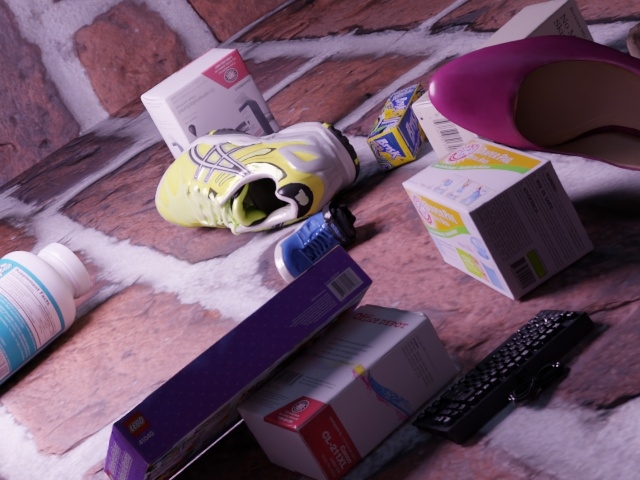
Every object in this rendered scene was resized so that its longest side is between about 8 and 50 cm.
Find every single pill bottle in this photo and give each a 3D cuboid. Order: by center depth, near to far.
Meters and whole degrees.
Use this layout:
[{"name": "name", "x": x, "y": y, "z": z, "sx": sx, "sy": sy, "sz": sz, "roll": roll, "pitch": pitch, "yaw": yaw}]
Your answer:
[{"name": "pill bottle", "x": -0.464, "y": 0.114, "z": 2.070, "sx": 0.264, "sy": 0.146, "sz": 0.146, "roll": -42, "pitch": 22, "yaw": -33}]

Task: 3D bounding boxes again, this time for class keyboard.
[{"name": "keyboard", "x": 0.172, "y": 0.121, "z": 1.288, "sx": 0.180, "sy": 0.023, "sz": 0.108, "roll": -38, "pitch": 20, "yaw": -20}]

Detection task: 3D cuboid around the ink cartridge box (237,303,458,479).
[{"name": "ink cartridge box", "x": 0.027, "y": 0.145, "z": 1.362, "sx": 0.175, "sy": 0.072, "sz": 0.127, "roll": -38, "pitch": 19, "yaw": -22}]

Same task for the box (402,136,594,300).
[{"name": "box", "x": 0.186, "y": -0.029, "z": 1.512, "sx": 0.103, "sy": 0.114, "sz": 0.203, "roll": -33, "pitch": 17, "yaw": -8}]

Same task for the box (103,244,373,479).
[{"name": "box", "x": -0.088, "y": 0.141, "z": 1.433, "sx": 0.293, "sy": 0.057, "sz": 0.201, "roll": -38, "pitch": -11, "yaw": -23}]

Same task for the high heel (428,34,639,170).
[{"name": "high heel", "x": 0.287, "y": -0.127, "z": 1.404, "sx": 0.377, "sy": 0.127, "sz": 0.181, "roll": 3, "pitch": 19, "yaw": 12}]

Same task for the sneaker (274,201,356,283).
[{"name": "sneaker", "x": -0.001, "y": -0.001, "z": 1.806, "sx": 0.084, "sy": 0.058, "sz": 0.152, "roll": -30, "pitch": 10, "yaw": 28}]

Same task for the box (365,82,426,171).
[{"name": "box", "x": 0.120, "y": -0.167, "z": 2.054, "sx": 0.054, "sy": 0.059, "sz": 0.169, "roll": -22, "pitch": 20, "yaw": 27}]

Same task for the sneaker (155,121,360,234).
[{"name": "sneaker", "x": -0.125, "y": -0.080, "z": 2.072, "sx": 0.384, "sy": 0.145, "sz": 0.147, "roll": -14, "pitch": 24, "yaw": 44}]

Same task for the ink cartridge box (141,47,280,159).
[{"name": "ink cartridge box", "x": -0.160, "y": -0.176, "z": 2.253, "sx": 0.158, "sy": 0.218, "sz": 0.092, "roll": -38, "pitch": 25, "yaw": -22}]

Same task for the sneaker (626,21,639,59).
[{"name": "sneaker", "x": 0.431, "y": -0.246, "z": 1.781, "sx": 0.071, "sy": 0.066, "sz": 0.188, "roll": -22, "pitch": 20, "yaw": 19}]

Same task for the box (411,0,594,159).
[{"name": "box", "x": 0.254, "y": -0.211, "z": 1.889, "sx": 0.275, "sy": 0.113, "sz": 0.094, "roll": -43, "pitch": 23, "yaw": -31}]
